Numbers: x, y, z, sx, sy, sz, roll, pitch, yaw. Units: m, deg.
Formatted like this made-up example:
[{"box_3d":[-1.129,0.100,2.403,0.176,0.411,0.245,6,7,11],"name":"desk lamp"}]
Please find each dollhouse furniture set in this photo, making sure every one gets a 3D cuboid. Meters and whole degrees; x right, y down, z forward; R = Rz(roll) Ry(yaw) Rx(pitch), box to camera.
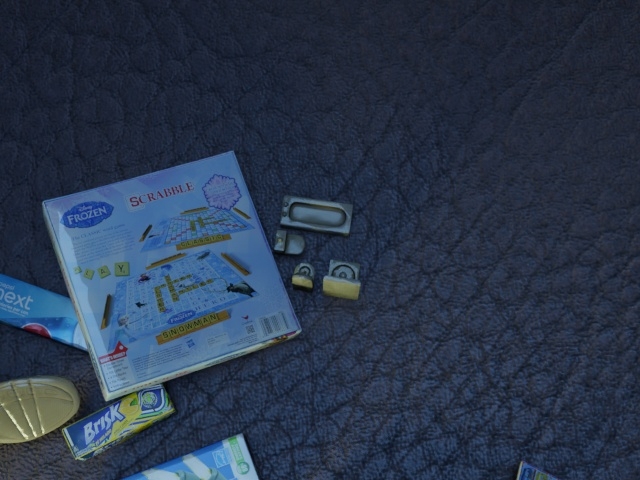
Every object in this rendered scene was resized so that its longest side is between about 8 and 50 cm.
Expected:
[{"box_3d":[0.000,0.000,1.826,0.144,0.123,0.151,8,78,2],"name":"dollhouse furniture set"}]

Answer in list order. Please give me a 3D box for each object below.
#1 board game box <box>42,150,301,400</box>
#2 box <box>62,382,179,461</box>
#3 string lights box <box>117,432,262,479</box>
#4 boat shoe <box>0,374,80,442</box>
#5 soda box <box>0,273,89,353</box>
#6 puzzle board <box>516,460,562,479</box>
[{"box_3d":[-0.233,0.049,1.806,0.319,0.066,0.318,-16,77,-20],"name":"board game box"},{"box_3d":[-0.310,0.280,1.797,0.169,0.059,0.054,-27,77,-6],"name":"box"},{"box_3d":[-0.215,0.401,1.761,0.260,0.077,0.133,-21,80,-4],"name":"string lights box"},{"box_3d":[-0.507,0.268,1.782,0.285,0.092,0.102,-22,103,-1],"name":"boat shoe"},{"box_3d":[-0.425,0.120,1.829,0.210,0.067,0.071,19,78,5],"name":"soda box"},{"box_3d":[0.325,0.410,1.756,0.096,0.011,0.128,29,67,-31],"name":"puzzle board"}]
